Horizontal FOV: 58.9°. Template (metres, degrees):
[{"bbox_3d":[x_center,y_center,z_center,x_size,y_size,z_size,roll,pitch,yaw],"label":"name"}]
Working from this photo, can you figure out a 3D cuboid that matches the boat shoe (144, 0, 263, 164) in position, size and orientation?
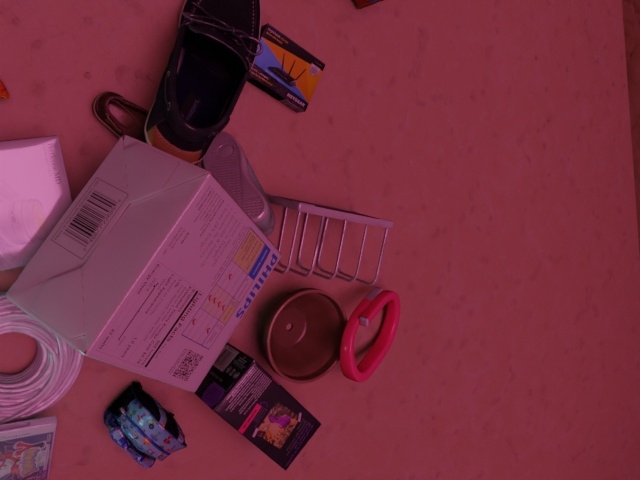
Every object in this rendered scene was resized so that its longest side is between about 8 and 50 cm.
[{"bbox_3d":[-0.216,-0.386,1.167,0.186,0.156,0.501,26,64,-25],"label":"boat shoe"}]

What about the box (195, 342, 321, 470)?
[{"bbox_3d":[-0.155,0.396,1.363,0.143,0.165,0.270,-49,120,-18],"label":"box"}]

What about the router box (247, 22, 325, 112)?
[{"bbox_3d":[-0.090,-0.409,1.359,0.178,0.046,0.133,26,83,-32],"label":"router box"}]

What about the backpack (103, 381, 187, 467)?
[{"bbox_3d":[-0.372,0.409,1.219,0.117,0.173,0.158,-45,119,-20],"label":"backpack"}]

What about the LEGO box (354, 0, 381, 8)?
[{"bbox_3d":[0.181,-0.892,1.376,0.372,0.193,0.500,46,72,-29],"label":"LEGO box"}]

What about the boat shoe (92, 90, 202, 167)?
[{"bbox_3d":[-0.352,-0.213,1.187,0.257,0.095,0.095,32,80,-32],"label":"boat shoe"}]

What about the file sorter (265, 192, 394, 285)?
[{"bbox_3d":[0.000,0.000,1.394,0.277,0.192,0.173,10,95,-34],"label":"file sorter"}]

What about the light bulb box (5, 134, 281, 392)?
[{"bbox_3d":[-0.306,0.061,1.095,0.358,0.225,0.361,-58,154,-13],"label":"light bulb box"}]

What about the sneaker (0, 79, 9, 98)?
[{"bbox_3d":[-0.642,-0.230,1.018,0.175,0.064,0.067,-41,127,-18],"label":"sneaker"}]

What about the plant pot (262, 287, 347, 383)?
[{"bbox_3d":[-0.054,0.230,1.438,0.237,0.109,0.238,-6,101,-32],"label":"plant pot"}]

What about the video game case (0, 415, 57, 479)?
[{"bbox_3d":[-0.615,0.419,1.091,0.183,0.023,0.201,-1,131,-33],"label":"video game case"}]

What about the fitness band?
[{"bbox_3d":[0.140,0.251,1.533,0.291,0.054,0.209,-39,132,-49],"label":"fitness band"}]

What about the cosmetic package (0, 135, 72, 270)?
[{"bbox_3d":[-0.581,-0.066,1.037,0.224,0.138,0.224,-15,105,-32],"label":"cosmetic package"}]

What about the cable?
[{"bbox_3d":[-0.597,0.225,1.098,0.257,0.089,0.257,-11,102,-32],"label":"cable"}]

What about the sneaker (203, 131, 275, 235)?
[{"bbox_3d":[-0.186,-0.120,1.299,0.094,0.151,0.256,-27,68,-4],"label":"sneaker"}]
